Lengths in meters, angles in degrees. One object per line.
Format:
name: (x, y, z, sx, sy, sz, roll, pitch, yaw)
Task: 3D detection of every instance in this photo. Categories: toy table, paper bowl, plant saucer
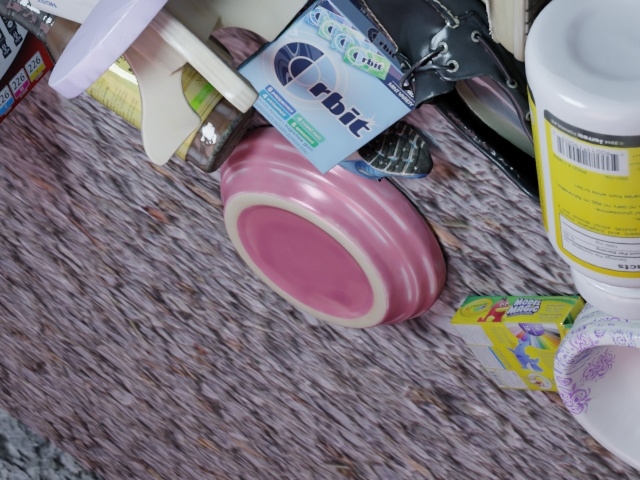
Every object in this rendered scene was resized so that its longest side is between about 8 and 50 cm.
toy table: (-0.147, -0.226, 1.875, 0.161, 0.274, 0.252, 39, -162, -20)
paper bowl: (0.412, 0.145, 1.899, 0.284, 0.148, 0.284, 28, 151, 17)
plant saucer: (0.000, 0.000, 2.223, 0.332, 0.084, 0.332, 27, 150, 17)

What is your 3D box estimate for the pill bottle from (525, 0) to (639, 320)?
pill bottle: (0.299, -0.077, 1.645, 0.188, 0.188, 0.334, 22, 149, 27)

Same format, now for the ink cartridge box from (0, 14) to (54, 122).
ink cartridge box: (-0.525, -0.233, 2.224, 0.130, 0.309, 0.272, 18, 147, 32)

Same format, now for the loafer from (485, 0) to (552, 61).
loafer: (0.174, -0.287, 1.572, 0.092, 0.102, 0.268, 25, 140, 34)

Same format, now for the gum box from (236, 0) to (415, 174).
gum box: (0.012, -0.177, 1.924, 0.157, 0.041, 0.184, 44, 132, -13)

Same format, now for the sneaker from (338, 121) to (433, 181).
sneaker: (0.072, -0.101, 2.029, 0.162, 0.063, 0.073, 17, 164, 41)

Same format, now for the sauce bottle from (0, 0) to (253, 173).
sauce bottle: (-0.248, -0.218, 2.143, 0.344, 0.111, 0.111, 34, 152, 3)

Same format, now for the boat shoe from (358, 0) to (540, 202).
boat shoe: (0.143, -0.166, 1.767, 0.340, 0.113, 0.127, 45, 150, -15)

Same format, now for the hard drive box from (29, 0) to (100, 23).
hard drive box: (-0.278, -0.356, 1.989, 0.181, 0.089, 0.232, 21, 148, 28)

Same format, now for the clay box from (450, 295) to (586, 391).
clay box: (0.279, 0.127, 2.127, 0.222, 0.053, 0.127, -3, 133, 49)
